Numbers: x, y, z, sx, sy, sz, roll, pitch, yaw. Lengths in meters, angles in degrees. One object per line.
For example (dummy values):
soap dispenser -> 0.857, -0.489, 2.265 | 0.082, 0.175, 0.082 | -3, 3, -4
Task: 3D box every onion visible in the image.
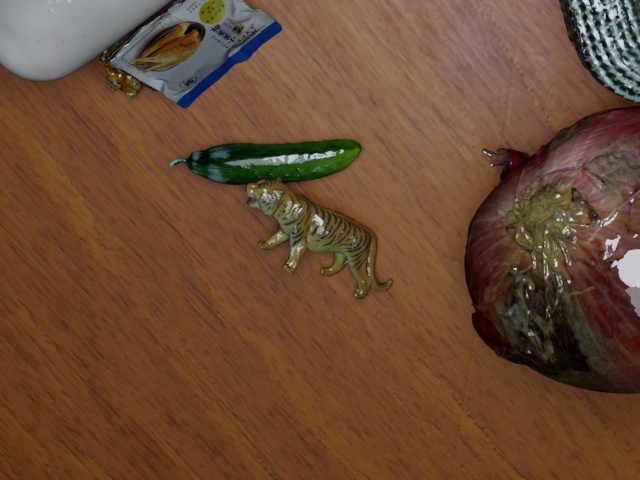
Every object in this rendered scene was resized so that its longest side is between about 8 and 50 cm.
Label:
onion -> 0.332, 0.007, 1.207 | 0.353, 0.354, 0.354 | 2, 105, 6

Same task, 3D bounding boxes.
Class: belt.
belt -> 0.377, -0.302, 1.191 | 0.206, 0.160, 0.295 | -9, 104, 9

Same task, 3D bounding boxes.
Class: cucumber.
cucumber -> -0.071, -0.101, 1.353 | 0.250, 0.056, 0.056 | -2, 105, 6

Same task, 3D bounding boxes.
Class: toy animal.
toy animal -> 0.000, 0.000, 1.355 | 0.241, 0.057, 0.099 | 24, 109, -18

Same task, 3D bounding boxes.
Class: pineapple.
pineapple -> -0.220, -0.237, 1.335 | 0.114, 0.077, 0.114 | 0, 140, -4

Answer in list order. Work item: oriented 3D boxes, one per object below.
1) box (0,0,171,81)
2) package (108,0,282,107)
box -> -0.321, -0.384, 1.228 | 0.288, 0.141, 0.349 | -33, 81, 12
package -> -0.149, -0.241, 1.275 | 0.171, 0.173, 0.027 | -38, 62, 14
